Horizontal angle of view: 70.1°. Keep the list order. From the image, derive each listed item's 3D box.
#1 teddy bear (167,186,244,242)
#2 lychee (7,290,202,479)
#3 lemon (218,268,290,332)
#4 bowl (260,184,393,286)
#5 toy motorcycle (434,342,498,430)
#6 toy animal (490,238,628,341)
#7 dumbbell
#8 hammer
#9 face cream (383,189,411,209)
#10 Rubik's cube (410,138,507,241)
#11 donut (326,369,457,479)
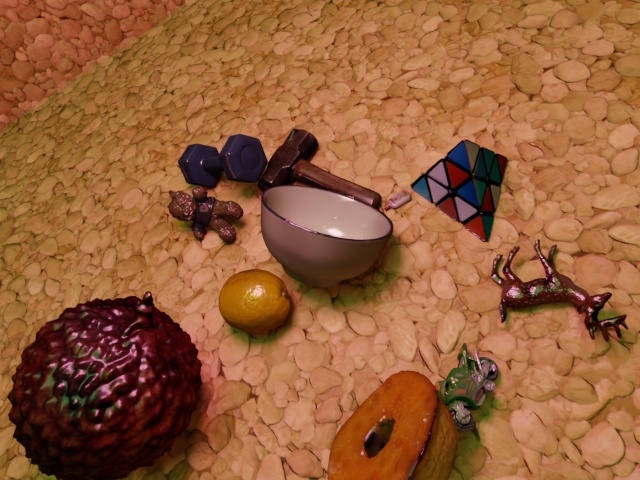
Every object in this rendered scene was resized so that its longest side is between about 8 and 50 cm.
[{"bbox_3d":[-0.362,-0.084,1.460,0.251,0.129,0.182,18,108,7],"label":"teddy bear"},{"bbox_3d":[-0.485,0.328,1.080,0.500,0.424,0.425,-54,53,18],"label":"lychee"},{"bbox_3d":[-0.179,0.162,1.224,0.207,0.170,0.170,-8,58,25],"label":"lemon"},{"bbox_3d":[0.000,0.000,1.200,0.353,0.353,0.185,30,118,32],"label":"bowl"},{"bbox_3d":[0.311,0.315,0.988,0.106,0.074,0.190,32,53,19],"label":"toy motorcycle"},{"bbox_3d":[0.533,0.124,1.050,0.243,0.087,0.260,-20,56,25],"label":"toy animal"},{"bbox_3d":[-0.324,-0.255,1.488,0.316,0.157,0.143,2,30,43],"label":"dumbbell"},{"bbox_3d":[0.012,-0.192,1.411,0.408,0.095,0.243,27,72,28],"label":"hammer"},{"bbox_3d":[0.222,-0.115,1.327,0.083,0.021,0.040,-32,54,0],"label":"face cream"},{"bbox_3d":[0.404,-0.199,1.183,0.250,0.234,0.284,-37,54,-4],"label":"Rubik's cube"},{"bbox_3d":[0.149,0.417,0.915,0.303,0.110,0.303,-45,15,16],"label":"donut"}]
